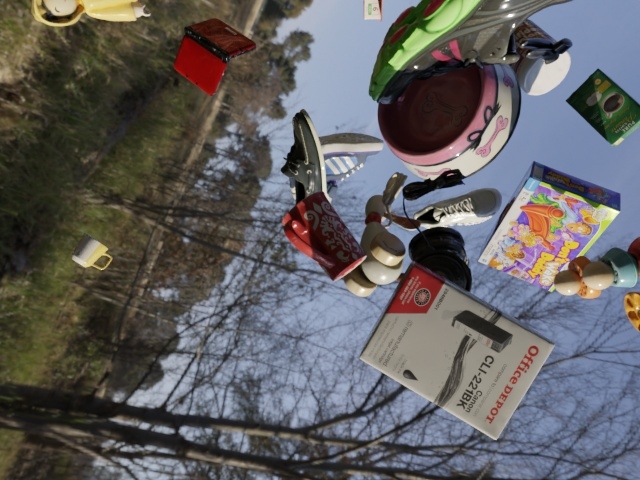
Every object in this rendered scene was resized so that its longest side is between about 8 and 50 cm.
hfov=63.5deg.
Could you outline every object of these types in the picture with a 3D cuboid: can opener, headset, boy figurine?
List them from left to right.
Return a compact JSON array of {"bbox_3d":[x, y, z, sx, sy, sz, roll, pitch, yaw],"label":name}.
[{"bbox_3d":[-0.376,-0.464,0.896,0.285,0.177,0.092,-26,-139,-6],"label":"boy figurine"},{"bbox_3d":[0.282,0.046,1.121,0.185,0.394,0.243,-20,-161,18],"label":"headset"},{"bbox_3d":[0.500,-0.438,1.172,0.059,0.186,0.073,59,-42,17],"label":"can opener"}]

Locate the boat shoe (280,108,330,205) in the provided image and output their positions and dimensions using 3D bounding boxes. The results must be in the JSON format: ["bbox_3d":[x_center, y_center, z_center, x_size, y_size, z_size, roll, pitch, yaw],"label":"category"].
[{"bbox_3d":[-0.052,-0.191,1.426,0.127,0.113,0.340,-117,-167,-46],"label":"boat shoe"}]

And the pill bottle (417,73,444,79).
[{"bbox_3d":[0.284,-0.450,1.173,0.219,0.123,0.122,-14,-122,67],"label":"pill bottle"}]

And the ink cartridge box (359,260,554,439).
[{"bbox_3d":[0.237,0.189,0.927,0.197,0.273,0.114,-61,173,4],"label":"ink cartridge box"}]

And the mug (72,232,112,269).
[{"bbox_3d":[-0.526,0.030,1.181,0.064,0.078,0.062,-57,167,-18],"label":"mug"}]

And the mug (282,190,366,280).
[{"bbox_3d":[-0.001,0.003,1.098,0.150,0.169,0.113,-32,168,-29],"label":"mug"}]

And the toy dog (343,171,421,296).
[{"bbox_3d":[0.180,0.010,1.321,0.220,0.161,0.333,-42,-159,55],"label":"toy dog"}]

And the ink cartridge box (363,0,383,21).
[{"bbox_3d":[0.079,-0.370,0.780,0.115,0.029,0.062,-83,172,-58],"label":"ink cartridge box"}]

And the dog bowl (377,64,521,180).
[{"bbox_3d":[0.339,-0.379,1.468,0.408,0.150,0.407,-9,-104,40],"label":"dog bowl"}]

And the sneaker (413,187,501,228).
[{"bbox_3d":[0.433,-0.094,1.658,0.292,0.118,0.110,-18,-98,36],"label":"sneaker"}]

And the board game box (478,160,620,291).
[{"bbox_3d":[0.620,-0.029,1.438,0.347,0.233,0.078,103,13,-48],"label":"board game box"}]

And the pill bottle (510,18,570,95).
[{"bbox_3d":[0.665,-0.625,1.702,0.169,0.169,0.301,-56,-141,33],"label":"pill bottle"}]

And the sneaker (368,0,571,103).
[{"bbox_3d":[0.258,-0.373,0.970,0.483,0.202,0.185,-23,-139,57],"label":"sneaker"}]

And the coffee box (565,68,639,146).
[{"bbox_3d":[0.751,-0.347,1.354,0.113,0.040,0.184,-51,-122,32],"label":"coffee box"}]

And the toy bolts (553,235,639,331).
[{"bbox_3d":[0.634,0.107,1.125,0.228,0.159,0.218,76,-3,-64],"label":"toy bolts"}]

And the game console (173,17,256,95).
[{"bbox_3d":[-0.223,-0.390,1.091,0.124,0.144,0.085,-35,152,-32],"label":"game console"}]

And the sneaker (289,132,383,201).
[{"bbox_3d":[0.050,-0.219,1.704,0.130,0.323,0.236,-133,-141,-53],"label":"sneaker"}]
